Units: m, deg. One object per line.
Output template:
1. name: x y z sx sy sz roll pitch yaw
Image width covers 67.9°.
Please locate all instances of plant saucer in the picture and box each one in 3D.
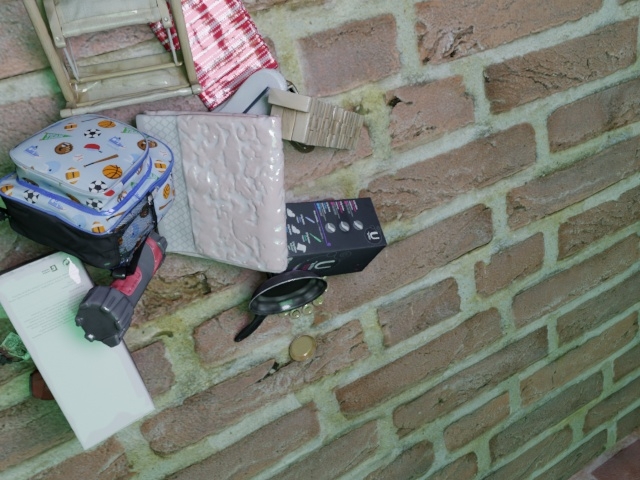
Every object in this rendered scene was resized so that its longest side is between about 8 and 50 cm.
1. plant saucer: -0.052 0.306 1.365 0.083 0.015 0.084 -9 111 -24

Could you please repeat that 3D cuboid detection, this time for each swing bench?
1. swing bench: -0.377 -0.381 0.880 0.253 0.165 0.255 -14 119 -12

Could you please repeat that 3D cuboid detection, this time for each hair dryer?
1. hair dryer: -0.574 0.251 1.060 0.224 0.080 0.293 -49 120 -4

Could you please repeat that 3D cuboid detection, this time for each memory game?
1. memory game: -0.058 0.131 1.306 0.186 0.012 0.186 -8 110 -23

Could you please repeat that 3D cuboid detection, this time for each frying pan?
1. frying pan: -0.100 0.160 1.196 0.197 0.053 0.326 -7 152 -25

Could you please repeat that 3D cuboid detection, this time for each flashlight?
1. flashlight: -0.384 0.072 0.931 0.103 0.304 0.103 16 111 -8

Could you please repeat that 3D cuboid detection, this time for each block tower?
1. block tower: -0.003 -0.259 1.056 0.335 0.090 0.097 -15 120 -66

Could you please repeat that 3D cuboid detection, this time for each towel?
1. towel: -0.222 -0.102 0.998 0.316 0.053 0.332 8 117 16
2. towel: -0.235 -0.442 1.021 0.198 0.031 0.275 -39 119 -8

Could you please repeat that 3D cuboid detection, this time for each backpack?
1. backpack: -0.402 -0.107 0.870 0.276 0.263 0.213 26 131 3

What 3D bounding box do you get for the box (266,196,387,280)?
1. box: 0.000 0.000 1.177 0.270 0.165 0.144 -7 65 -24

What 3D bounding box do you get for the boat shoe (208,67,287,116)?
1. boat shoe: -0.197 -0.243 1.051 0.335 0.119 0.121 -35 99 14

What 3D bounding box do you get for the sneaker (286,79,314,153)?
1. sneaker: -0.058 -0.289 1.132 0.066 0.071 0.188 -34 118 -12

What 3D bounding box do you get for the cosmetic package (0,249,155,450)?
1. cosmetic package: -0.494 0.202 0.968 0.155 0.197 0.366 -26 103 -26
